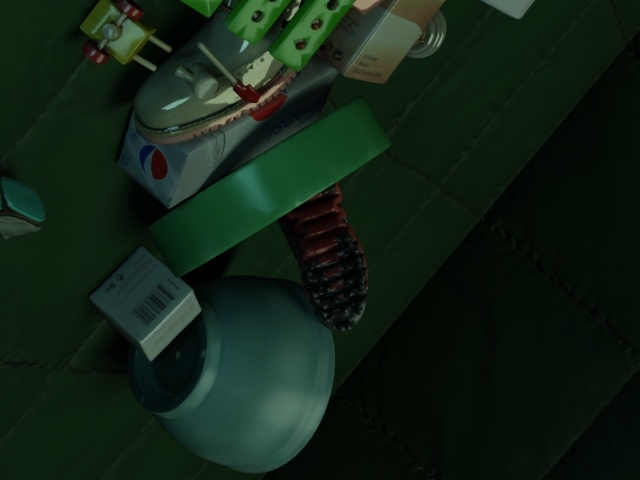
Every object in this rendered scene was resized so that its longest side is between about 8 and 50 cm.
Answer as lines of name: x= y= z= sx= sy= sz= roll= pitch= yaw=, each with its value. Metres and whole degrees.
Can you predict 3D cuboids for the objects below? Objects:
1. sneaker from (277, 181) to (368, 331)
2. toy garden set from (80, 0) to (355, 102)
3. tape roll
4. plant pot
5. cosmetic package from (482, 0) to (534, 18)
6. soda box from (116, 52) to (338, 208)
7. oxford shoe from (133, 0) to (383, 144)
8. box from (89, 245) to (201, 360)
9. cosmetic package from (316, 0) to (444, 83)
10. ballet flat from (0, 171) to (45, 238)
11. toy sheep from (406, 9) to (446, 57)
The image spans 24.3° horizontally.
sneaker: x=0.000 y=0.000 z=2.159 sx=0.097 sy=0.276 sz=0.135 roll=-17 pitch=175 yaw=-6
toy garden set: x=-0.109 y=-0.234 z=1.500 sx=0.244 sy=0.049 sz=0.204 roll=27 pitch=108 yaw=-43
tape roll: x=-0.065 y=-0.068 z=1.874 sx=0.321 sy=0.077 sz=0.321 roll=-33 pitch=-177 yaw=2
plant pot: x=-0.152 y=0.179 z=2.150 sx=0.196 sy=0.293 sz=0.293 roll=17 pitch=116 yaw=-44
cosmetic package: x=0.030 y=-0.348 z=1.145 sx=0.156 sy=0.385 sz=0.217 roll=-53 pitch=163 yaw=13
soda box: x=-0.105 y=-0.152 z=1.775 sx=0.286 sy=0.091 sz=0.098 roll=-34 pitch=158 yaw=-42
oxford shoe: x=-0.065 y=-0.267 z=1.622 sx=0.397 sy=0.140 sz=0.146 roll=-43 pitch=135 yaw=-10
box: x=-0.230 y=0.084 z=1.970 sx=0.101 sy=0.102 sz=0.087 roll=-46 pitch=162 yaw=-13
cosmetic package: x=0.095 y=-0.346 z=1.790 sx=0.296 sy=0.129 sz=0.153 roll=-54 pitch=162 yaw=17
ballet flat: x=-0.337 y=-0.045 z=1.464 sx=0.068 sy=0.072 sz=0.213 roll=-19 pitch=162 yaw=6
toy sheep: x=0.135 y=-0.298 z=2.097 sx=0.091 sy=0.091 sz=0.132 roll=-57 pitch=176 yaw=26
